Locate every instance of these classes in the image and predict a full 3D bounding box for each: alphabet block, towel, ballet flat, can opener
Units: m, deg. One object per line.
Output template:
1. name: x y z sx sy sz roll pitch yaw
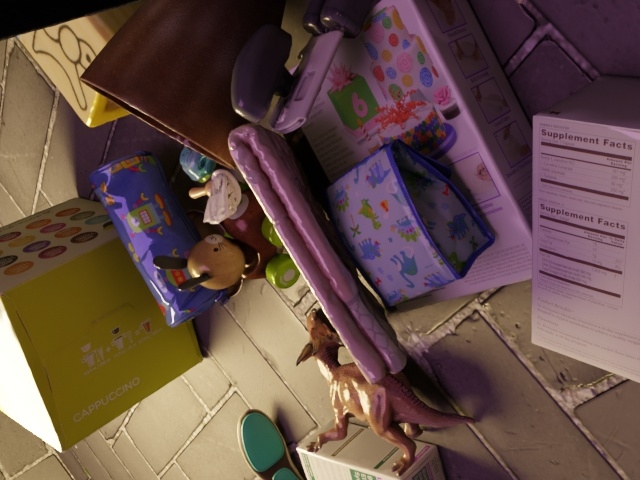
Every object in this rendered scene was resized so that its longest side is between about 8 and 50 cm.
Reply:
1. alphabet block: -0.297 -0.315 1.097 0.197 0.193 0.192 51 143 9
2. towel: 0.000 0.000 0.946 0.316 0.053 0.332 59 -177 -4
3. ballet flat: -0.095 0.432 1.474 0.086 0.086 0.248 -17 102 51
4. can opener: -0.003 -0.243 0.772 0.095 0.283 0.076 25 172 -29

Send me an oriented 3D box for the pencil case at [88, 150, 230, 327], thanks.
1. pencil case: -0.265 -0.006 1.280 0.133 0.119 0.306 -29 92 10

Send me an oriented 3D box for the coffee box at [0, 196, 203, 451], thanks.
1. coffee box: -0.491 0.142 1.492 0.335 0.338 0.338 12 122 42

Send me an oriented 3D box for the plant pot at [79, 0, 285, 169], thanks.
1. plant pot: -0.145 -0.241 0.945 0.215 0.215 0.230 29 89 32

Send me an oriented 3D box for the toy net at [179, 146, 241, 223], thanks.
1. toy net: -0.154 -0.106 1.139 0.122 0.045 0.232 -58 38 20

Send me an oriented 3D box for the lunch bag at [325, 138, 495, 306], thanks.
1. lunch bag: 0.085 -0.022 0.806 0.151 0.096 0.129 50 142 -5

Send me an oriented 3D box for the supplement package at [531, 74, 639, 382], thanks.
1. supplement package: 0.288 -0.014 0.708 0.134 0.139 0.244 19 128 41

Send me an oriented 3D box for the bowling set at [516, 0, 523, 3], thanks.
1. bowling set: 0.216 -0.344 0.598 0.154 0.200 0.286 -101 3 -67

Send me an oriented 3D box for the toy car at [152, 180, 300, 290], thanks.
1. toy car: -0.150 0.013 1.138 0.155 0.188 0.148 34 137 44

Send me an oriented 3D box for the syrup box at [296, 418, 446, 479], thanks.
1. syrup box: 0.082 0.370 1.221 0.237 0.096 0.093 2 115 48

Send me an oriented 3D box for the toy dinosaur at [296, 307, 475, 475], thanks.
1. toy dinosaur: 0.069 0.214 1.118 0.296 0.127 0.200 5 111 39

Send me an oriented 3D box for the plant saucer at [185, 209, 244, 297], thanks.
1. plant saucer: -0.184 0.019 1.329 0.168 0.029 0.168 27 132 35

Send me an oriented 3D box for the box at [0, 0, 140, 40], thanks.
1. box: -0.280 -0.443 0.737 0.472 0.480 0.297 28 132 27

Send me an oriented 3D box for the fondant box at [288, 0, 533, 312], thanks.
1. fondant box: 0.118 -0.098 0.873 0.238 0.096 0.330 -23 98 51
